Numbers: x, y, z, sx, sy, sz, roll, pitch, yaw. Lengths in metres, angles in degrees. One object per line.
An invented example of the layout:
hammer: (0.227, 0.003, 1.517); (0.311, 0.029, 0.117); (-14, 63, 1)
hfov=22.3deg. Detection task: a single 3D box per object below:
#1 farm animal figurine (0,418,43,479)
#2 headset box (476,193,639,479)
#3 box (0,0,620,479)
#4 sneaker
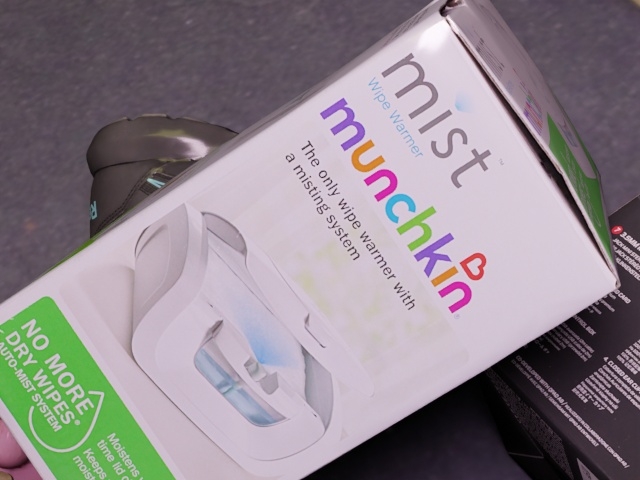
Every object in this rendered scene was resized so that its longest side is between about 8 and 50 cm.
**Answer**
farm animal figurine: (-0.249, 0.164, 0.759); (0.330, 0.172, 0.326); (21, 19, 36)
headset box: (0.245, 0.045, 0.708); (0.293, 0.110, 0.218); (-35, 45, -10)
box: (0.000, 0.000, 0.714); (0.231, 0.127, 0.262); (-32, 5, 12)
sneaker: (-0.009, -0.010, 0.899); (0.267, 0.101, 0.106); (-1, 69, 24)
